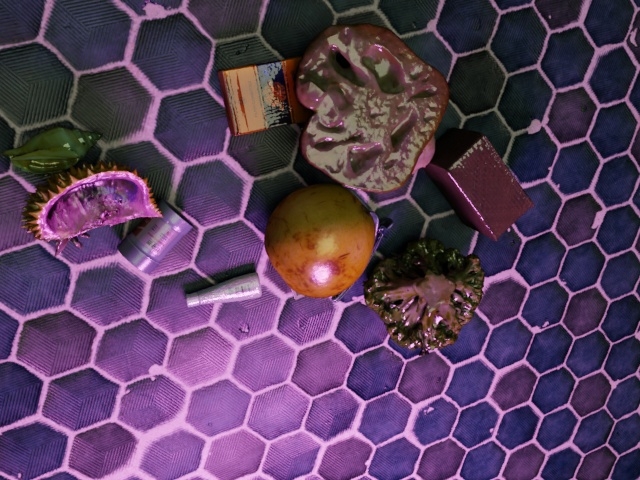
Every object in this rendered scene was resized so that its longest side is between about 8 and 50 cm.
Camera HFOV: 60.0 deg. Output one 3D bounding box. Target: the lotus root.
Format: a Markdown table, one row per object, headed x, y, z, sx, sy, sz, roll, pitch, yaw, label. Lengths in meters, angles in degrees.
| x | y | z | sx | sy | sz | roll | pitch | yaw | label |
| --- | --- | --- | --- | --- | --- | --- | --- | --- | --- |
| 0.115 | -0.303 | 1.283 | 0.375 | 0.111 | 0.390 | -18 | 99 | -10 | lotus root |

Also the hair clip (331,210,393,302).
| x | y | z | sx | sy | sz | roll | pitch | yaw | label |
| --- | --- | --- | --- | --- | --- | --- | --- | --- | --- |
| 0.111 | 0.055 | 1.518 | 0.083 | 0.048 | 0.275 | 17 | 101 | -46 | hair clip |

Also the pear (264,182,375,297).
| x | y | z | sx | sy | sz | roll | pitch | yaw | label |
| --- | --- | --- | --- | --- | --- | --- | --- | --- | --- |
| 0.000 | 0.000 | 1.337 | 0.281 | 0.281 | 0.280 | -5 | 106 | -18 | pear |

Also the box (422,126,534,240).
| x | y | z | sx | sy | sz | roll | pitch | yaw | label |
| --- | --- | --- | --- | --- | --- | --- | --- | --- | --- |
| 0.414 | -0.155 | 1.496 | 0.143 | 0.184 | 0.273 | -42 | 113 | 0 | box |

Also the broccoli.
| x | y | z | sx | sy | sz | roll | pitch | yaw | label |
| --- | --- | --- | --- | --- | --- | --- | --- | --- | --- |
| 0.281 | 0.134 | 1.485 | 0.304 | 0.283 | 0.321 | 34 | 82 | 7 | broccoli |

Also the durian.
| x | y | z | sx | sy | sz | roll | pitch | yaw | label |
| --- | --- | --- | --- | --- | --- | --- | --- | --- | --- |
| -0.514 | -0.101 | 1.197 | 0.260 | 0.186 | 0.153 | -27 | 125 | -38 | durian |

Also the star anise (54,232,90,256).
| x | y | z | sx | sy | sz | roll | pitch | yaw | label |
| --- | --- | --- | --- | --- | --- | --- | --- | --- | --- |
| -0.566 | -0.036 | 1.255 | 0.129 | 0.056 | 0.124 | -21 | 106 | -2 | star anise |

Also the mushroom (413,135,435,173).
| x | y | z | sx | sy | sz | roll | pitch | yaw | label |
| --- | --- | --- | --- | --- | --- | --- | --- | --- | --- |
| 0.214 | -0.247 | 1.427 | 0.127 | 0.166 | 0.166 | -1 | 111 | -65 | mushroom |

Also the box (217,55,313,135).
| x | y | z | sx | sy | sz | roll | pitch | yaw | label |
| --- | --- | --- | --- | --- | --- | --- | --- | --- | --- |
| -0.111 | -0.349 | 1.323 | 0.237 | 0.070 | 0.152 | -15 | 109 | -13 | box |

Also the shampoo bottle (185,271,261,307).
| x | y | z | sx | sy | sz | roll | pitch | yaw | label |
| --- | --- | --- | --- | --- | --- | --- | --- | --- | --- |
| -0.249 | 0.132 | 1.422 | 0.191 | 0.041 | 0.069 | -12 | 113 | -15 | shampoo bottle |

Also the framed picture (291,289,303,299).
| x | y | z | sx | sy | sz | roll | pitch | yaw | label |
| --- | --- | --- | --- | --- | --- | --- | --- | --- | --- |
| -0.033 | 0.054 | 1.491 | 0.142 | 0.011 | 0.183 | -23 | 111 | -12 | framed picture |

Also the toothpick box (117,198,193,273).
| x | y | z | sx | sy | sz | roll | pitch | yaw | label |
| --- | --- | --- | --- | --- | --- | --- | --- | --- | --- |
| -0.387 | -0.010 | 1.303 | 0.101 | 0.101 | 0.153 | 43 | 87 | -24 | toothpick box |

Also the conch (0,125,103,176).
| x | y | z | sx | sy | sz | roll | pitch | yaw | label |
| --- | --- | --- | --- | --- | --- | --- | --- | --- | --- |
| -0.572 | -0.196 | 1.203 | 0.201 | 0.079 | 0.095 | -25 | 119 | 3 | conch |
